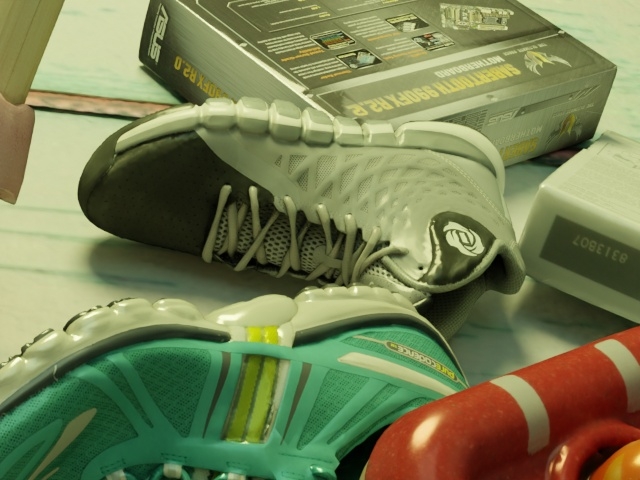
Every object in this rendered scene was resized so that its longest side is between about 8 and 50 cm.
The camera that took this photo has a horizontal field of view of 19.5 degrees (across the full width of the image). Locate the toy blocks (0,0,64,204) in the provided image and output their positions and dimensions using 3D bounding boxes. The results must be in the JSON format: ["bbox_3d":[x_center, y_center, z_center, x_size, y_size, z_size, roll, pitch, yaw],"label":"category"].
[{"bbox_3d":[-0.314,-0.070,0.814,0.309,0.260,0.289,15,-7,46],"label":"toy blocks"}]

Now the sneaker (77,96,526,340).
[{"bbox_3d":[0.000,0.000,0.928,0.229,0.086,0.132,-2,46,-17],"label":"sneaker"}]

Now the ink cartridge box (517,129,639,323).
[{"bbox_3d":[0.221,0.008,1.056,0.189,0.066,0.232,23,13,12],"label":"ink cartridge box"}]

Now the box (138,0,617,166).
[{"bbox_3d":[0.037,-0.106,1.124,0.231,0.056,0.183,-19,47,-41],"label":"box"}]

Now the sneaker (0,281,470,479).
[{"bbox_3d":[-0.041,0.086,0.768,0.275,0.107,0.110,-11,50,-34],"label":"sneaker"}]

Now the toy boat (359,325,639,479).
[{"bbox_3d":[0.137,0.101,0.740,0.231,0.151,0.151,-16,72,-38],"label":"toy boat"}]
